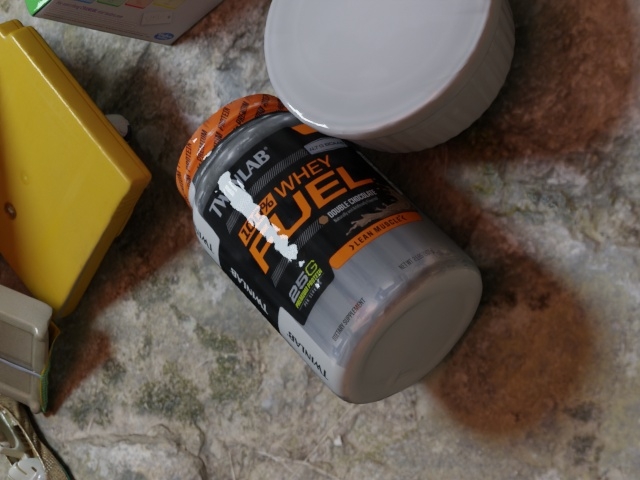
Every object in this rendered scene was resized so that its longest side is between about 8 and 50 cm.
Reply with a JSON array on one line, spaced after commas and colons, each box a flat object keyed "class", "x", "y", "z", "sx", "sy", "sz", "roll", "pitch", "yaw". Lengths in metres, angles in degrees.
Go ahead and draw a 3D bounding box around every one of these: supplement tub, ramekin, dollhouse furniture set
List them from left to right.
[{"class": "dollhouse furniture set", "x": -0.476, "y": 0.079, "z": 1.948, "sx": 0.301, "sy": 0.151, "sz": 0.197, "roll": 22, "pitch": 138, "yaw": 6}, {"class": "supplement tub", "x": 0.000, "y": 0.000, "z": 1.559, "sx": 0.338, "sy": 0.207, "sz": 0.207, "roll": 45, "pitch": 114, "yaw": 29}, {"class": "ramekin", "x": 0.085, "y": -0.219, "z": 1.517, "sx": 0.273, "sy": 0.127, "sz": 0.273, "roll": -10, "pitch": 67, "yaw": 26}]

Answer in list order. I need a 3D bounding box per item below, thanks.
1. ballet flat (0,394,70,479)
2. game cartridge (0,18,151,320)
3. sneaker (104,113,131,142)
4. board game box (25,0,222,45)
[{"class": "ballet flat", "x": -0.411, "y": 0.299, "z": 1.943, "sx": 0.206, "sy": 0.067, "sz": 0.073, "roll": 49, "pitch": 116, "yaw": 27}, {"class": "game cartridge", "x": -0.365, "y": -0.090, "z": 1.837, "sx": 0.285, "sy": 0.053, "sz": 0.323, "roll": 51, "pitch": 136, "yaw": 12}, {"class": "sneaker", "x": -0.353, "y": -0.185, "z": 1.900, "sx": 0.235, "sy": 0.094, "sz": 0.153, "roll": -7, "pitch": 92, "yaw": 47}, {"class": "board game box", "x": -0.167, "y": -0.358, "z": 1.677, "sx": 0.316, "sy": 0.242, "sz": 0.064, "roll": -33, "pitch": 69, "yaw": 30}]
